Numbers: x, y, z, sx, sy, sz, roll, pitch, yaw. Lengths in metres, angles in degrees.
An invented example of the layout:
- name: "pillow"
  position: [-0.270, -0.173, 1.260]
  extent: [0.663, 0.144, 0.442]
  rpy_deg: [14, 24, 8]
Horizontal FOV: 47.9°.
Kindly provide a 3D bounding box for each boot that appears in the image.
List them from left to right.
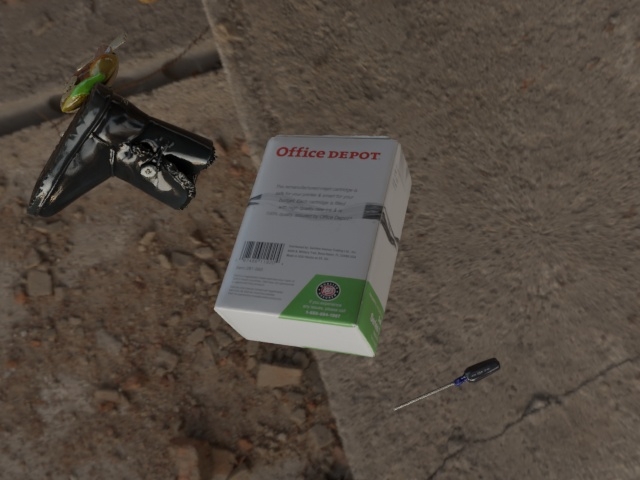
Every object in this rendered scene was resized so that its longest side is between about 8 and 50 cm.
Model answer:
- name: "boot"
  position: [-0.298, -0.092, 1.085]
  extent: [0.207, 0.094, 0.246]
  rpy_deg: [29, 112, -26]

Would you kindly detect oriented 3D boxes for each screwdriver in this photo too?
- name: "screwdriver"
  position: [0.180, 0.212, 1.035]
  extent: [0.170, 0.024, 0.025]
  rpy_deg: [-31, 116, 13]

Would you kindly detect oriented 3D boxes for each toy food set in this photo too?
- name: "toy food set"
  position: [-0.367, -0.257, 1.133]
  extent: [0.132, 0.038, 0.192]
  rpy_deg: [-27, 45, 21]

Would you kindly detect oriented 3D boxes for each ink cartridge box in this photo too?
- name: "ink cartridge box"
  position: [0.000, 0.000, 0.786]
  extent: [0.160, 0.093, 0.219]
  rpy_deg: [5, 63, 22]
